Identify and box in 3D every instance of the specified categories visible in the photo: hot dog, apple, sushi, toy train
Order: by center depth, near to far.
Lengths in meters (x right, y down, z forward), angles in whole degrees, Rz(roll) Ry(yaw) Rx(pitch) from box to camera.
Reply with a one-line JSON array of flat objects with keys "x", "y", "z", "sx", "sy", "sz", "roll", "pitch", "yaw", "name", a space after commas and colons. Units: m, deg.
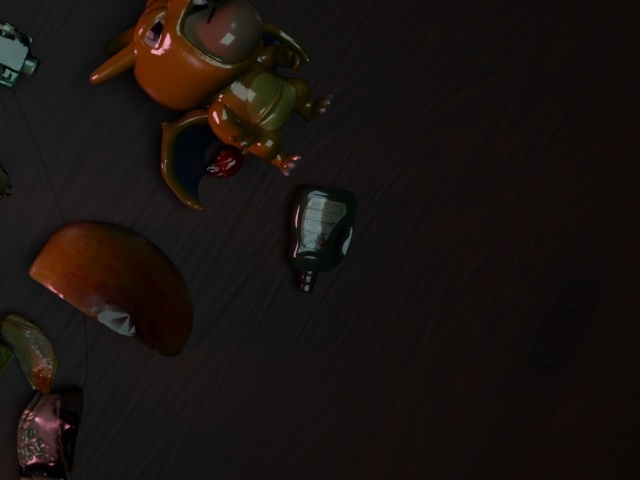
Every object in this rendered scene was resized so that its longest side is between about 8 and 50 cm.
[{"x": -0.615, "y": -0.360, "z": 1.654, "sx": 0.269, "sy": 0.154, "sz": 0.115, "roll": 22, "pitch": 88, "yaw": -22, "name": "toy train"}, {"x": -0.534, "y": 0.204, "z": 1.793, "sx": 0.078, "sy": 0.061, "sz": 0.169, "roll": -20, "pitch": 102, "yaw": 19, "name": "hot dog"}, {"x": -0.369, "y": 0.097, "z": 1.805, "sx": 0.346, "sy": 0.179, "sz": 0.254, "roll": 33, "pitch": 44, "yaw": -23, "name": "apple"}, {"x": -0.519, "y": 0.419, "z": 1.805, "sx": 0.109, "sy": 0.134, "sz": 0.273, "roll": 8, "pitch": 107, "yaw": -10, "name": "sushi"}]

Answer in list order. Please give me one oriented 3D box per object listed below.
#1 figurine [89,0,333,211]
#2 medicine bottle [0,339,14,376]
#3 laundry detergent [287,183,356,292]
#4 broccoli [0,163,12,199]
[{"x": -0.198, "y": -0.278, "z": 1.779, "sx": 0.387, "sy": 0.268, "sz": 0.401, "roll": 37, "pitch": 85, "yaw": -24, "name": "figurine"}, {"x": -0.659, "y": 0.199, "z": 1.695, "sx": 0.132, "sy": 0.088, "sz": 0.188, "roll": -55, "pitch": 134, "yaw": -10, "name": "medicine bottle"}, {"x": 0.000, "y": 0.000, "z": 1.987, "sx": 0.144, "sy": 0.078, "sz": 0.222, "roll": 7, "pitch": 92, "yaw": -27, "name": "laundry detergent"}, {"x": -0.676, "y": -0.140, "z": 1.627, "sx": 0.180, "sy": 0.242, "sz": 0.273, "roll": -34, "pitch": 102, "yaw": 7, "name": "broccoli"}]
